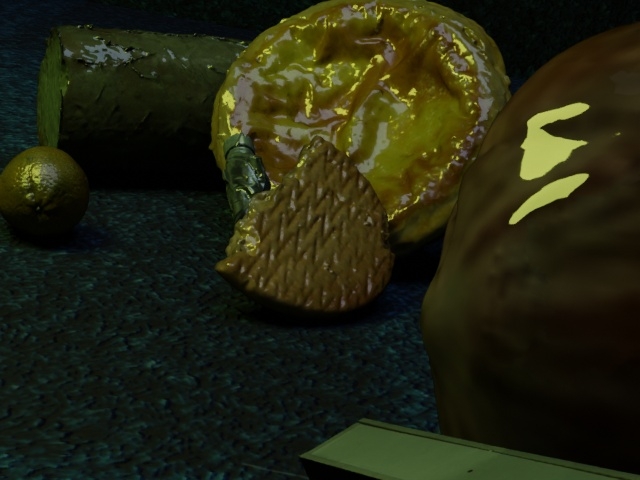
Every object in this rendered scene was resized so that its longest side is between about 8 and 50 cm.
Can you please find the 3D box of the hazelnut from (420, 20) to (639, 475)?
[{"bbox_3d":[0.231,0.047,0.668,0.372,0.373,0.315,6,-12,-13],"label":"hazelnut"}]

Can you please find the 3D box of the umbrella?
[{"bbox_3d":[-0.063,-0.032,1.194,0.046,0.050,0.188,45,23,-38],"label":"umbrella"}]

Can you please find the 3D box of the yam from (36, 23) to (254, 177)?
[{"bbox_3d":[-0.170,-0.152,1.432,0.304,0.168,0.168,0,19,-32],"label":"yam"}]

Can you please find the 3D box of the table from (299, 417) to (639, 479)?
[{"bbox_3d":[0.057,0.162,0.519,0.111,0.122,0.240,-28,12,-26],"label":"table"}]

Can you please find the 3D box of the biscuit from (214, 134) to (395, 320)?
[{"bbox_3d":[-0.001,0.001,1.144,0.144,0.033,0.224,36,41,-6],"label":"biscuit"}]

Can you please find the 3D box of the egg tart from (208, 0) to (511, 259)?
[{"bbox_3d":[0.047,-0.108,1.333,0.341,0.341,0.132,17,-26,21],"label":"egg tart"}]

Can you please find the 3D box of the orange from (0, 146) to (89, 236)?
[{"bbox_3d":[-0.255,-0.043,1.172,0.085,0.085,0.095,7,15,-12],"label":"orange"}]
